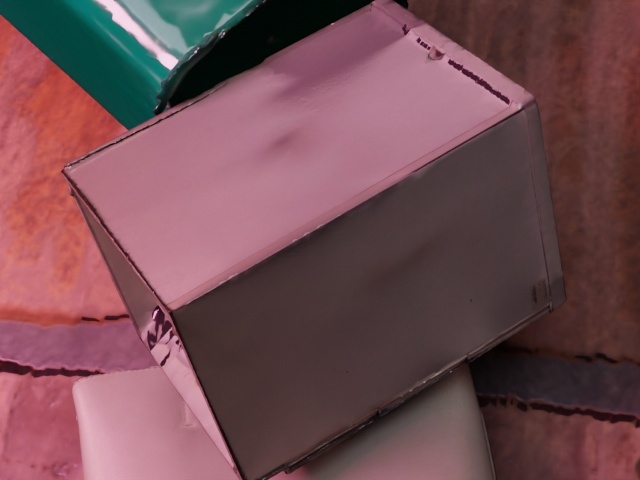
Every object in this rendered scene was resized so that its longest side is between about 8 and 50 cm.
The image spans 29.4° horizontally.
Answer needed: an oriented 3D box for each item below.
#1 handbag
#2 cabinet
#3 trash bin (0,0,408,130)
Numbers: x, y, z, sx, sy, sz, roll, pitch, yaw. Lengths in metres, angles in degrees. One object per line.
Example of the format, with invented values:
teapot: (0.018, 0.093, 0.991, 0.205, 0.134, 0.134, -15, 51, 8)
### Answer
handbag: (-0.022, 0.124, 0.685, 0.241, 0.109, 0.315, -12, 58, 1)
cabinet: (0.000, 0.000, 0.657, 0.206, 0.150, 0.145, -30, 42, -14)
trash bin: (-0.140, -0.226, 0.804, 0.259, 0.295, 0.381, -40, 74, -12)
